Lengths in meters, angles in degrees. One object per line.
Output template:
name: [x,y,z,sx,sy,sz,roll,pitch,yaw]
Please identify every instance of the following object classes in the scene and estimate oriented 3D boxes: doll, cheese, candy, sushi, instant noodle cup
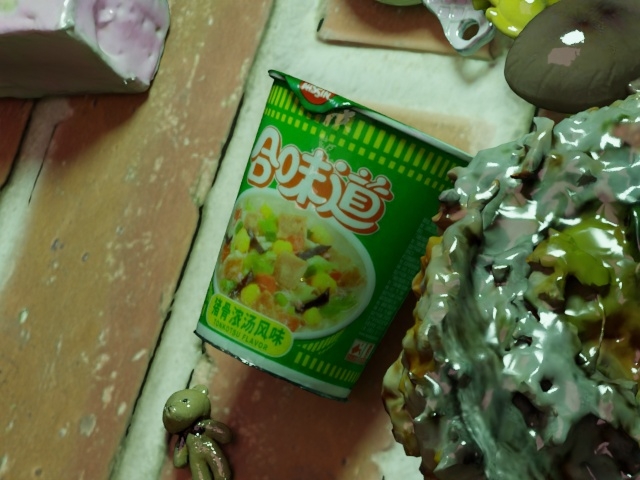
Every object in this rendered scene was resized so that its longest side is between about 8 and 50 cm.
doll: [-0.106,0.174,1.725,0.061,0.051,0.093,-31,87,15]
cheese: [0.091,-0.254,1.757,0.137,0.064,0.227,-39,56,14]
candy: [-0.295,-0.215,1.912,0.265,0.155,0.116,0,66,30]
doll: [0.215,-0.173,1.640,0.145,0.096,0.188,-11,41,-7]
sushi: [0.254,0.066,1.397,0.417,0.176,0.418,-3,69,7]
instant noodle cup: [0.000,0.000,1.640,0.207,0.207,0.233,26,93,35]
